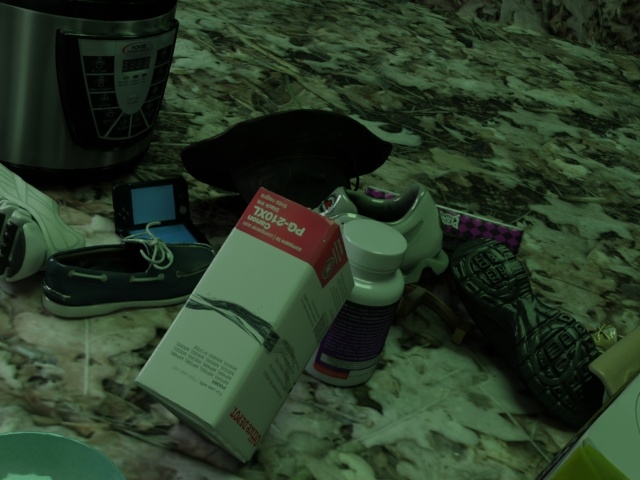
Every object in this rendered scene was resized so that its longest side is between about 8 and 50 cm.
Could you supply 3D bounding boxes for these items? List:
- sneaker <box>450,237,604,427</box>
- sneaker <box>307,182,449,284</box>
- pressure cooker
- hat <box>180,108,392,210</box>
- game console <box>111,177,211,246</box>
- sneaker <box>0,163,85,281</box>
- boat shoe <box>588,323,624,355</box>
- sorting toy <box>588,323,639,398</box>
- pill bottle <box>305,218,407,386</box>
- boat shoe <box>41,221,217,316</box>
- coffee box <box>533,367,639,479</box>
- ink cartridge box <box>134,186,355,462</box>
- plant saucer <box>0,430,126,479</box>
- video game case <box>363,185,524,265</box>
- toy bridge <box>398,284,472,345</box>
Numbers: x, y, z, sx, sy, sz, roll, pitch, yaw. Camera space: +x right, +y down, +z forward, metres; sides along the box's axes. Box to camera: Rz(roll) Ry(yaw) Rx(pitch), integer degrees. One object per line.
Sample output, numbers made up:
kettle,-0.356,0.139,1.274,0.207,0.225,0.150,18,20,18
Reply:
sneaker,0.281,0.128,1.208,0.109,0.130,0.286,-28,67,-7
sneaker,0.000,0.000,1.179,0.331,0.146,0.122,-15,31,-6
pressure cooker,-0.411,-0.338,1.346,0.376,0.420,0.369,8,30,-15
hat,-0.046,-0.074,1.327,0.331,0.331,0.133,1,75,-25
game console,-0.227,-0.033,1.275,0.122,0.107,0.071,-10,10,-39
sneaker,-0.424,-0.044,1.179,0.292,0.110,0.118,41,25,31
boat shoe,0.417,0.151,1.287,0.170,0.059,0.063,18,30,3
sorting toy,0.440,0.222,1.142,0.193,0.038,0.208,-20,75,-47
pill bottle,0.041,0.075,1.094,0.108,0.193,0.108,12,30,-7
boat shoe,-0.237,0.032,1.147,0.255,0.079,0.095,-7,37,-35
coffee box,0.295,0.292,0.655,0.338,0.337,0.334,42,37,20
ink cartridge box,-0.069,0.093,0.926,0.100,0.172,0.237,26,72,19
plant saucer,-0.268,0.253,0.797,0.195,0.037,0.195,13,29,-7
video game case,0.165,-0.011,1.333,0.232,0.041,0.210,16,-11,-1
toy bridge,0.135,0.087,1.290,0.188,0.026,0.063,28,29,20
